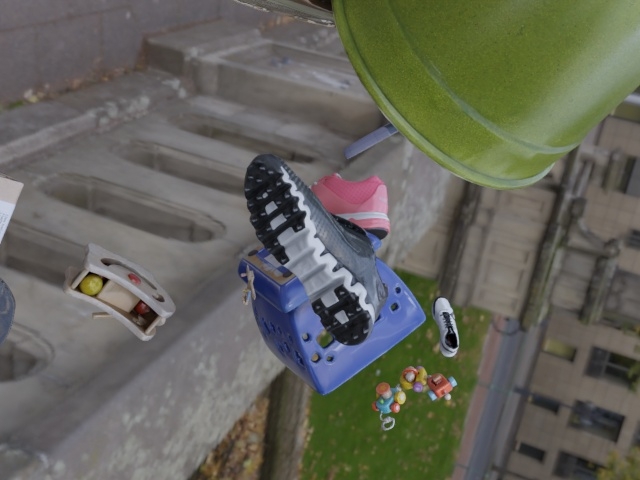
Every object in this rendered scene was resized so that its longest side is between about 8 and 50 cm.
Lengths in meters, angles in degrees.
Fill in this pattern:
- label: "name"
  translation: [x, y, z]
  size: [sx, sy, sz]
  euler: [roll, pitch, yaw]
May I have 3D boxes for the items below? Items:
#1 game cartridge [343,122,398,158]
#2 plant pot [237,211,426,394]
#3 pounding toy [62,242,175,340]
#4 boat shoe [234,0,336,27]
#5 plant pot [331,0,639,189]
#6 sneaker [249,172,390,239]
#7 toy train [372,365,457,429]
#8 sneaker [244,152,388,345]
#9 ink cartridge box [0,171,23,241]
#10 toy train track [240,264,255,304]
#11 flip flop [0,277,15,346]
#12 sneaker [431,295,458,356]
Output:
- label: "game cartridge"
  translation: [0.066, -0.124, 1.038]
  size: [0.056, 0.083, 0.017]
  euler: [-36, 97, -40]
- label: "plant pot"
  translation: [0.003, 0.087, 1.492]
  size: [0.236, 0.236, 0.212]
  euler: [-34, 120, -14]
- label: "pounding toy"
  translation: [-0.395, 0.135, 1.686]
  size: [0.155, 0.154, 0.269]
  euler: [-48, 134, 10]
- label: "boat shoe"
  translation: [-0.088, -0.352, 1.109]
  size: [0.110, 0.341, 0.121]
  euler: [165, -55, -75]
- label: "plant pot"
  translation: [0.262, -0.295, 0.925]
  size: [0.353, 0.366, 0.366]
  euler: [-36, -167, 45]
- label: "sneaker"
  translation: [0.003, -0.068, 1.763]
  size: [0.116, 0.314, 0.136]
  euler: [31, 62, -59]
- label: "toy train"
  translation: [0.171, 0.288, 1.658]
  size: [0.046, 0.166, 0.125]
  euler: [59, -1, -25]
- label: "sneaker"
  translation: [0.000, 0.000, 0.973]
  size: [0.078, 0.234, 0.106]
  euler: [-32, -178, 36]
- label: "ink cartridge box"
  translation: [-0.462, 0.005, 0.969]
  size: [0.088, 0.193, 0.234]
  euler: [23, 89, -59]
- label: "toy train track"
  translation: [-0.100, 0.064, 1.146]
  size: [0.083, 0.014, 0.048]
  euler: [108, -30, -58]
- label: "flip flop"
  translation: [-0.397, 0.131, 0.782]
  size: [0.277, 0.080, 0.112]
  euler: [-51, 126, -16]
- label: "sneaker"
  translation: [0.226, 0.150, 1.529]
  size: [0.044, 0.040, 0.109]
  euler: [108, -29, -73]
